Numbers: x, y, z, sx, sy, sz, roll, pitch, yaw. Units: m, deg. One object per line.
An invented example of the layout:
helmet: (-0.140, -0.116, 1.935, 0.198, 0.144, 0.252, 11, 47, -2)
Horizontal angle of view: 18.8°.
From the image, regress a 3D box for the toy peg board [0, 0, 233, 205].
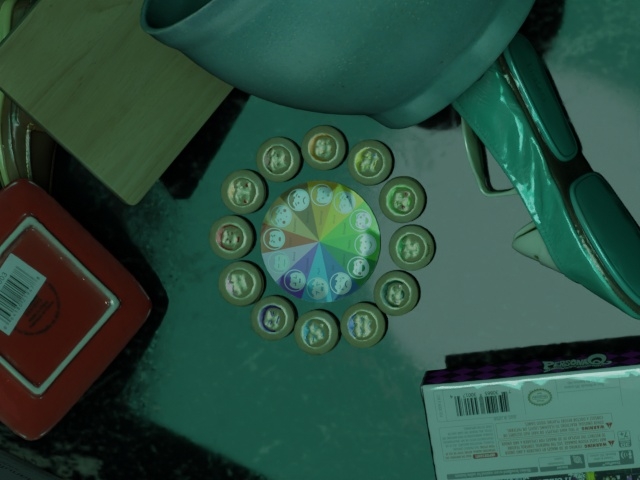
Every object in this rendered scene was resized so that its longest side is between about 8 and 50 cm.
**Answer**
toy peg board: (-0.165, -0.141, 1.519, 0.160, 0.079, 0.161, 44, 78, -21)

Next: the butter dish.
butter dish: (-0.247, 0.056, 1.548, 0.160, 0.118, 0.160, 46, 69, -16)

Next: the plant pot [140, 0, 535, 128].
plant pot: (0.037, -0.205, 1.411, 0.196, 0.293, 0.293, 39, 100, -19)

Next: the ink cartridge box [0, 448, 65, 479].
ink cartridge box: (-0.254, 0.266, 1.456, 0.223, 0.307, 0.129, 25, 98, 9)

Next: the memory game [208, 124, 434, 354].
memory game: (0.000, 0.000, 1.544, 0.186, 0.012, 0.186, 1, 93, 11)

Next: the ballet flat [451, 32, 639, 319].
ballet flat: (0.172, -0.039, 1.483, 0.087, 0.083, 0.247, -31, 86, 35)

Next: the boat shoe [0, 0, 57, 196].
boat shoe: (-0.229, -0.110, 1.558, 0.060, 0.064, 0.178, -2, 90, 13)

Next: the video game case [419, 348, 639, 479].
video game case: (0.206, 0.189, 1.473, 0.232, 0.042, 0.210, -7, 106, 12)
